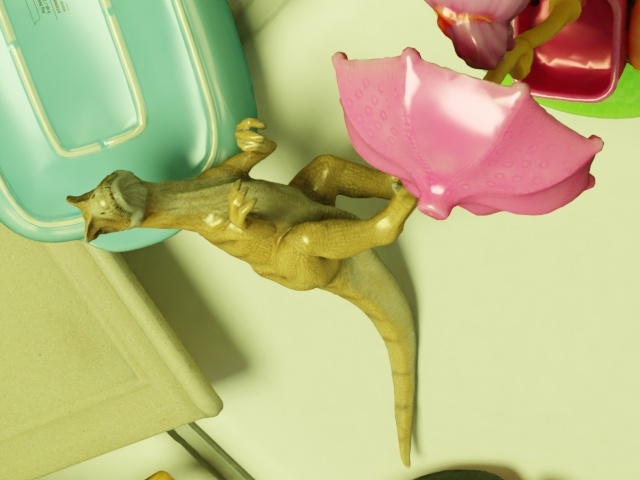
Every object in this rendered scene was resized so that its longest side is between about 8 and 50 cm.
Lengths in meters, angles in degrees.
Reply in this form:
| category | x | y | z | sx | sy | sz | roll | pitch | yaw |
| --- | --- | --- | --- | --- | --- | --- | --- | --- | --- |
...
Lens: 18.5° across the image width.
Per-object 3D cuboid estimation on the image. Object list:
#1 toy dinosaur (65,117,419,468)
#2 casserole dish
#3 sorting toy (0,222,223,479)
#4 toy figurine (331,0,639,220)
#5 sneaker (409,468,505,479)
| category | x | y | z | sx | sy | sz | roll | pitch | yaw |
| --- | --- | --- | --- | --- | --- | --- | --- | --- | --- |
| toy dinosaur | 0.000 | 0.000 | 0.724 | 0.112 | 0.064 | 0.211 | -37 | 135 | 25 |
| casserole dish | -0.092 | -0.079 | 0.701 | 0.114 | 0.037 | 0.188 | -18 | 107 | 1 |
| sorting toy | -0.147 | 0.018 | 0.822 | 0.196 | 0.047 | 0.348 | -20 | 110 | 38 |
| toy figurine | 0.062 | -0.081 | 0.585 | 0.130 | 0.159 | 0.173 | 9 | 123 | 20 |
| sneaker | 0.143 | 0.197 | 0.741 | 0.314 | 0.116 | 0.136 | 26 | 148 | 38 |
